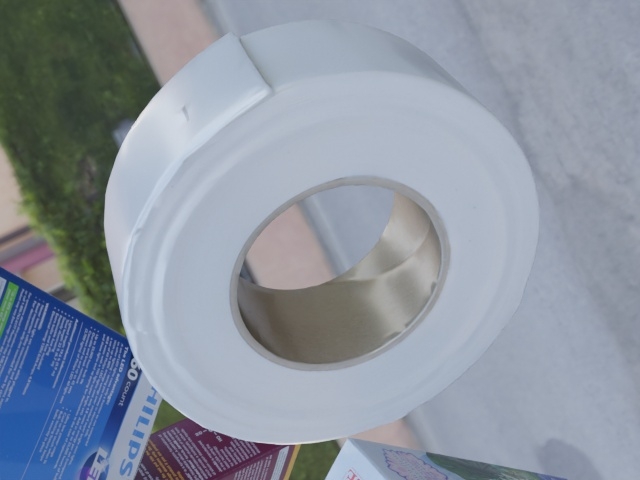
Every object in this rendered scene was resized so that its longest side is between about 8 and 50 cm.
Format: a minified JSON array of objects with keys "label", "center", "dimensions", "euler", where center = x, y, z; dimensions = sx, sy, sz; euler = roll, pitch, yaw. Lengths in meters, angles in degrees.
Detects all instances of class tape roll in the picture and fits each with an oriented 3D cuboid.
[{"label":"tape roll","center":[0.000,0.000,0.635],"dimensions":[0.100,0.286,0.286],"euler":[-119,9,-54]}]

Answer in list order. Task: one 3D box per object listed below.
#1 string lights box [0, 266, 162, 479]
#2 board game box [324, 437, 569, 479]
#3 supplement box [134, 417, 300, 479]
[{"label":"string lights box","center":[-0.211,0.100,0.618],"dimensions":[0.077,0.133,0.259],"euler":[8,159,28]},{"label":"board game box","center":[0.204,0.294,0.770],"dimensions":[0.318,0.066,0.319],"euler":[19,-168,-37]},{"label":"supplement box","center":[-0.122,0.239,0.962],"dimensions":[0.081,0.188,0.104],"euler":[46,137,31]}]
